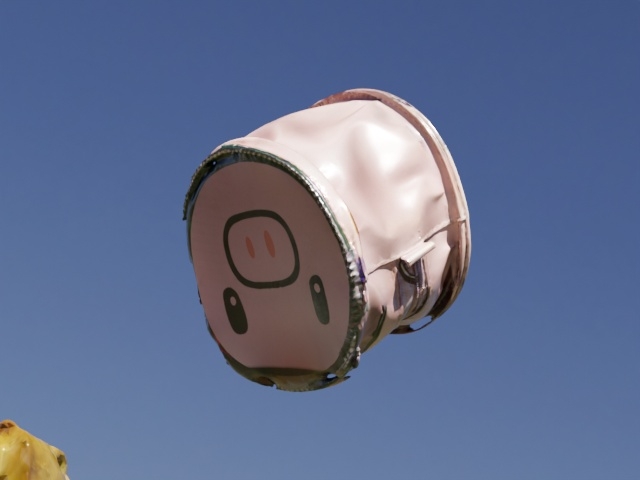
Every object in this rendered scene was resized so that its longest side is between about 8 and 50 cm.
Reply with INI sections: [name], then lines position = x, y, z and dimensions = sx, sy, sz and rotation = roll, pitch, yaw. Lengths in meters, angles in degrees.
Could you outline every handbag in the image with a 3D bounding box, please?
[handbag]
position = -0.001, 0.000, 1.120
dimensions = 0.116, 0.179, 0.205
rotation = -19, 5, -36

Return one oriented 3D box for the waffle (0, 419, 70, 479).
[waffle]
position = -0.190, 0.228, 0.574
dimensions = 0.224, 0.328, 0.098
rotation = -12, -23, 34
